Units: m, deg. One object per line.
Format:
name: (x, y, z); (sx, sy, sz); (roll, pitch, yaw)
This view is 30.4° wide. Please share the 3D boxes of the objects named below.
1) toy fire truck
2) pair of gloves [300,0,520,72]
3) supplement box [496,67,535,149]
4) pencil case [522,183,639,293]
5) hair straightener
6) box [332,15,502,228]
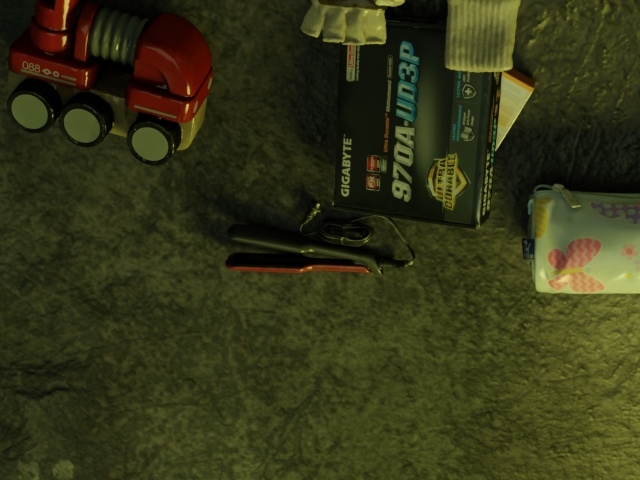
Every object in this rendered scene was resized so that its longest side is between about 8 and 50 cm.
toy fire truck: (-0.222, -0.241, 1.307); (0.217, 0.158, 0.246); (16, 126, 4)
pair of gloves: (0.103, -0.288, 1.218); (0.240, 0.042, 0.204); (14, 100, 18)
supplement box: (0.189, -0.148, 1.317); (0.062, 0.036, 0.098); (30, 115, -1)
pencil case: (0.363, -0.003, 1.310); (0.273, 0.113, 0.124); (0, 94, 11)
hair straightener: (0.000, 0.000, 1.412); (0.230, 0.047, 0.089); (6, 115, 8)
box: (0.106, -0.133, 1.300); (0.175, 0.051, 0.220); (9, 108, 20)
